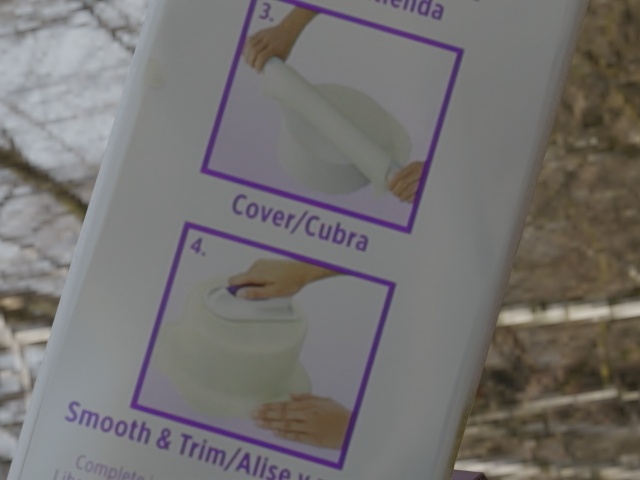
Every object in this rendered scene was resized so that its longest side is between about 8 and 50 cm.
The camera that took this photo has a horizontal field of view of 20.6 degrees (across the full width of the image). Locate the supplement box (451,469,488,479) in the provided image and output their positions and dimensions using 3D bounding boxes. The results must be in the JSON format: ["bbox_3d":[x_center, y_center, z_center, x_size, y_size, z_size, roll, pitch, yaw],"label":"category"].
[{"bbox_3d":[0.052,0.129,0.657,0.043,0.055,0.083,-41,-71,-26],"label":"supplement box"}]

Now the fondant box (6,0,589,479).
[{"bbox_3d":[0.000,0.000,0.481,0.238,0.096,0.330,72,-147,-87],"label":"fondant box"}]
